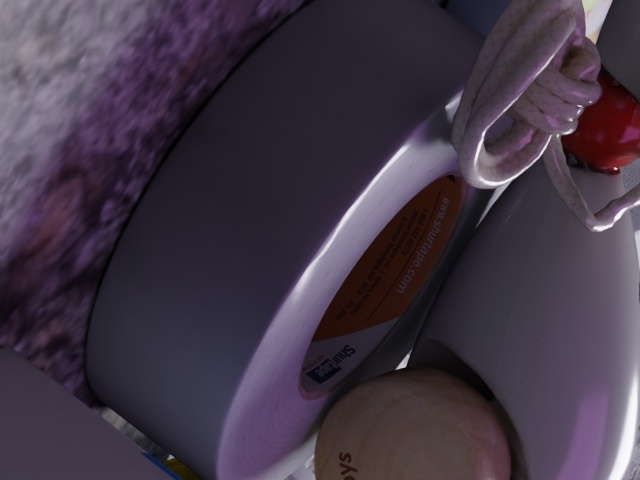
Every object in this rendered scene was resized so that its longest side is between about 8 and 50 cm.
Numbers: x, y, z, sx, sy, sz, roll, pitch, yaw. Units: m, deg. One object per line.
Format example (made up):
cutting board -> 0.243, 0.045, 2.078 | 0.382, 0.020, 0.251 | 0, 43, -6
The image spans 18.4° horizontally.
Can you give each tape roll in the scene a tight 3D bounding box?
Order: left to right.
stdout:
tape roll -> 0.000, 0.000, 0.827 | 0.219, 0.072, 0.219 | -47, 161, -22

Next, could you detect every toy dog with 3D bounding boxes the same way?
toy dog -> 0.136, 0.029, 0.844 | 0.220, 0.161, 0.333 | -37, 156, -46

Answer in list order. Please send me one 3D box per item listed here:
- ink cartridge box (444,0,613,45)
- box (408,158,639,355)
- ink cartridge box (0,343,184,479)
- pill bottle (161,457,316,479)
ink cartridge box -> 0.127, -0.130, 0.946 | 0.186, 0.065, 0.311 | -31, 153, -52
box -> 0.137, 0.014, 1.185 | 0.170, 0.091, 0.130 | -23, 144, -59
ink cartridge box -> -0.114, 0.165, 0.701 | 0.086, 0.148, 0.203 | -30, 150, -57
pill bottle -> -0.056, 0.161, 0.857 | 0.119, 0.119, 0.208 | -59, 176, 14
